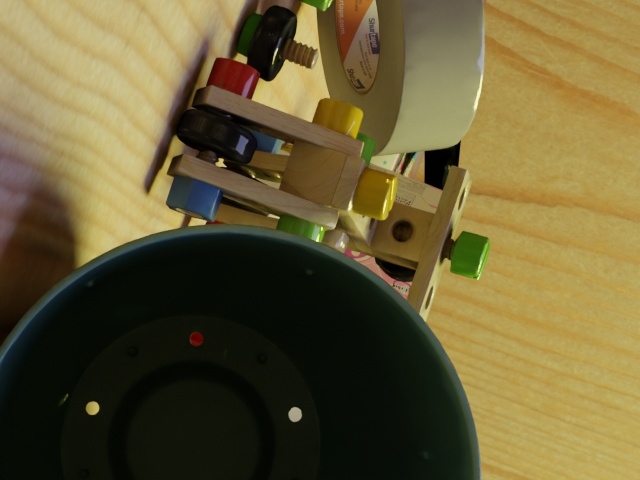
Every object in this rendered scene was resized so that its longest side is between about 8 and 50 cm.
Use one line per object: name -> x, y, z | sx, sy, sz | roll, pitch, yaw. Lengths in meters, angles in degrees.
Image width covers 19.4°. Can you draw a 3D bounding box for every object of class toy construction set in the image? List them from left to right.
toy construction set -> 0.000, 0.000, 1.398 | 0.257, 0.237, 0.309 | 102, 12, -56

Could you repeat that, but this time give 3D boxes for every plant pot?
plant pot -> -0.070, 0.136, 1.150 | 0.235, 0.293, 0.293 | -176, -72, -82

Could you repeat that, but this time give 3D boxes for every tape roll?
tape roll -> 0.062, -0.181, 1.552 | 0.219, 0.072, 0.219 | 174, -90, -73

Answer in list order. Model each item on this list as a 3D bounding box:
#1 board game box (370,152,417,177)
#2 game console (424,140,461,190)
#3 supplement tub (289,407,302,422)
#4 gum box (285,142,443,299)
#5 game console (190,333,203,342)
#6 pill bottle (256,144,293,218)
board game box -> 0.023, -0.025, 2.148 | 0.224, 0.097, 0.303 | 88, 23, -74
game console -> 0.146, -0.226, 2.227 | 0.213, 0.044, 0.361 | 91, 2, -48
supplement tub -> -0.085, 0.248, 1.419 | 0.272, 0.191, 0.191 | -43, -167, 43
gum box -> 0.038, -0.018, 1.867 | 0.062, 0.188, 0.107 | -58, 168, -58
game console -> -0.080, 0.073, 1.686 | 0.085, 0.124, 0.144 | -36, 158, -24
pill bottle -> -0.040, -0.051, 1.668 | 0.116, 0.065, 0.065 | -35, 146, -79
